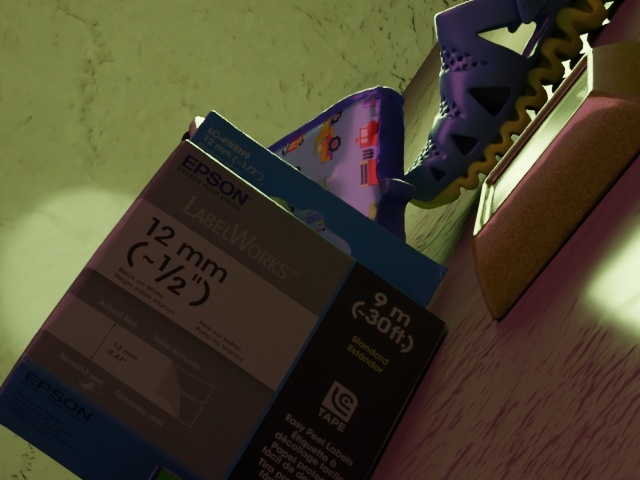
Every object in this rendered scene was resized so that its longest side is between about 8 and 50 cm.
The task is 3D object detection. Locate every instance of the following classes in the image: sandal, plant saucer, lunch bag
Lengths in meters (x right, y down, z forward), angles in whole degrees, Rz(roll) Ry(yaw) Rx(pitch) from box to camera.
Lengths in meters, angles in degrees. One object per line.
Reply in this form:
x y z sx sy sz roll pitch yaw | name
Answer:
0.160 -0.174 1.499 0.317 0.138 0.126 -57 6 -6 | sandal
0.165 -0.056 1.115 0.188 0.045 0.188 -53 4 21 | plant saucer
0.000 0.000 1.518 0.293 0.138 0.221 -40 41 54 | lunch bag

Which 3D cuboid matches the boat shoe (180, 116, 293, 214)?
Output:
-0.070 0.036 1.405 0.113 0.340 0.127 -41 -33 18 | boat shoe

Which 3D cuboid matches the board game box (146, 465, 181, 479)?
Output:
-0.099 0.244 1.075 0.201 0.136 0.035 -51 6 45 | board game box

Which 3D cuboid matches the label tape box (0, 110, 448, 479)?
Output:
-0.048 0.055 1.205 0.347 0.249 0.115 -58 5 -36 | label tape box
